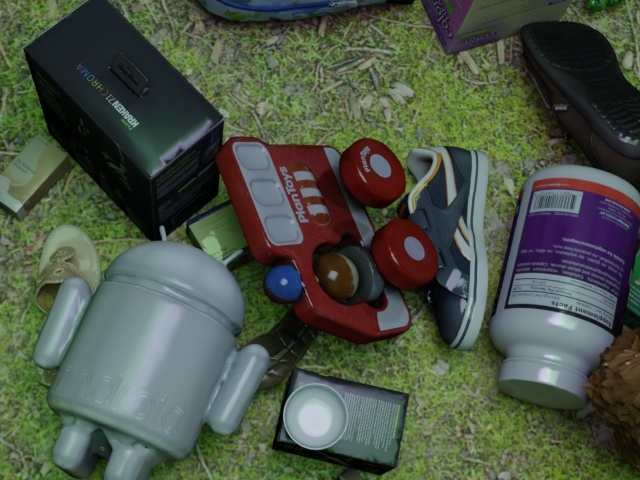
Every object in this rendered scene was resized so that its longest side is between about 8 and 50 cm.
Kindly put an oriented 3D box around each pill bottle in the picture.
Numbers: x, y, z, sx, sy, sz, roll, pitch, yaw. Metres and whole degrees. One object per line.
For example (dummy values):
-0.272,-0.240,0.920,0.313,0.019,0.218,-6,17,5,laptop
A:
0.346,0.067,1.412,0.181,0.181,0.323,17,70,-2,pill bottle

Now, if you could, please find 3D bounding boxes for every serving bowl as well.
-0.007,0.225,1.261,0.083,0.027,0.083,2,72,-5,serving bowl

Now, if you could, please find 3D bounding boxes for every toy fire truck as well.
0.000,0.000,1.338,0.253,0.169,0.302,-5,67,-44,toy fire truck

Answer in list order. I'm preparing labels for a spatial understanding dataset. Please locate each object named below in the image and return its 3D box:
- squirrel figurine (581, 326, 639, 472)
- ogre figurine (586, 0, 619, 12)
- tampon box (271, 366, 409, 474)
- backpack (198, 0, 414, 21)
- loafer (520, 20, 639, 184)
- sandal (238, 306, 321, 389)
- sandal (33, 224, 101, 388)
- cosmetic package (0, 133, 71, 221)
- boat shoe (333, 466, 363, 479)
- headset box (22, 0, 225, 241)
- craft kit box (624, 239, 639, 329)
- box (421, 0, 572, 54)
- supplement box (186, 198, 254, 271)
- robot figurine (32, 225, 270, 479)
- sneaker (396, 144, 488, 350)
0.521,0.129,1.303,0.397,0.370,0.281,-42,81,13,squirrel figurine
0.509,-0.470,1.670,0.197,0.097,0.118,-28,95,0,ogre figurine
0.026,0.246,1.338,0.160,0.120,0.102,14,71,-3,tampon box
-0.049,-0.480,1.530,0.355,0.273,0.290,-15,80,0,backpack
0.394,-0.212,1.515,0.133,0.130,0.366,-4,43,-11,loafer
-0.057,0.150,1.403,0.072,0.049,0.180,45,57,2,sandal
-0.354,0.080,1.365,0.088,0.079,0.240,4,71,-7,sandal
-0.422,-0.091,1.435,0.060,0.041,0.115,34,70,5,cosmetic package
0.077,0.454,1.290,0.104,0.111,0.307,-29,68,-12,boat shoe
-0.263,-0.160,1.353,0.131,0.283,0.246,-42,80,-18,headset box
0.592,0.074,1.512,0.249,0.061,0.247,37,68,5,craft kit box
0.296,-0.422,1.539,0.213,0.243,0.117,-19,74,-13,box
-0.139,-0.003,1.435,0.083,0.056,0.083,-29,77,-16,supplement box
-0.221,0.150,1.295,0.299,0.200,0.354,20,70,2,robot figurine
0.171,0.005,1.441,0.127,0.126,0.321,10,59,-9,sneaker
